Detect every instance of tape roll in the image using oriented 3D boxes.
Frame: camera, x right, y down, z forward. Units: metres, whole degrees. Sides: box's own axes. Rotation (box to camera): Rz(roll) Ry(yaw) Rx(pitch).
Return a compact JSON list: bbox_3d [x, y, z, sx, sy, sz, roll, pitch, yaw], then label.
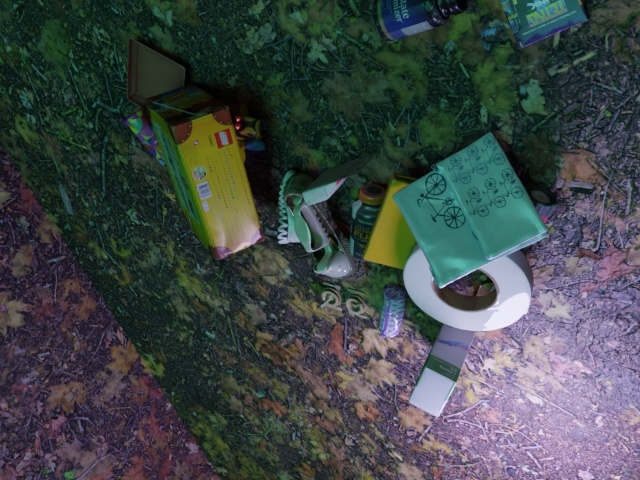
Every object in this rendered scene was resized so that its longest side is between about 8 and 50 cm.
[{"bbox_3d":[0.449,0.124,1.792,0.391,0.072,0.392,15,135,16],"label":"tape roll"}]

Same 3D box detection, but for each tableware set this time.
[{"bbox_3d":[0.084,0.240,2.264,0.194,0.039,0.128,14,128,26],"label":"tableware set"}]

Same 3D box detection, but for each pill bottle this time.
[{"bbox_3d":[0.165,-0.061,1.930,0.130,0.130,0.246,19,130,22],"label":"pill bottle"},{"bbox_3d":[0.254,-0.598,1.493,0.219,0.123,0.123,-6,117,37],"label":"pill bottle"}]

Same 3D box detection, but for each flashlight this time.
[{"bbox_3d":[0.578,-0.024,1.701,0.103,0.103,0.304,-2,138,-18],"label":"flashlight"}]

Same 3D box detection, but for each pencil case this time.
[{"bbox_3d":[-0.646,-0.400,2.235,0.104,0.104,0.236,-16,123,40],"label":"pencil case"},{"bbox_3d":[0.260,0.258,2.124,0.086,0.088,0.206,20,131,24],"label":"pencil case"}]

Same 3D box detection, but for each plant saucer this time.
[{"bbox_3d":[-0.593,-0.578,2.139,0.259,0.048,0.259,31,133,13],"label":"plant saucer"},{"bbox_3d":[0.075,-0.030,2.096,0.083,0.013,0.084,18,129,24],"label":"plant saucer"}]

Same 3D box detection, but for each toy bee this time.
[{"bbox_3d":[-0.245,-0.379,1.962,0.298,0.162,0.196,-33,59,36],"label":"toy bee"}]

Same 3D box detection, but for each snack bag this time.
[{"bbox_3d":[0.401,-0.080,1.629,0.342,0.037,0.323,-29,81,20],"label":"snack bag"}]

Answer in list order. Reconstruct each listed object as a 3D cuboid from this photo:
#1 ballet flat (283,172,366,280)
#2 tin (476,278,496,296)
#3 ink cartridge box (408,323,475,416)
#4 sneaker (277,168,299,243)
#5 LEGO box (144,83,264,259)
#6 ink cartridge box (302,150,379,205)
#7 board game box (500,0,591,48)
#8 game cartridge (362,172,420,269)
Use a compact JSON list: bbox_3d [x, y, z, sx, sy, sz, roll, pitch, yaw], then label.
[{"bbox_3d":[0.000,0.000,2.011,0.163,0.182,0.483,-15,119,29],"label":"ballet flat"},{"bbox_3d":[0.562,0.207,1.917,0.106,0.040,0.190,17,129,19],"label":"tin"},{"bbox_3d":[0.421,0.423,2.000,0.117,0.278,0.202,24,132,14],"label":"ink cartridge box"},{"bbox_3d":[-0.093,-0.121,2.100,0.118,0.110,0.292,5,121,3],"label":"sneaker"},{"bbox_3d":[-0.401,-0.241,2.024,0.372,0.193,0.501,41,149,52],"label":"LEGO box"},{"bbox_3d":[0.072,-0.198,1.861,0.224,0.181,0.056,-13,114,38],"label":"ink cartridge box"},{"bbox_3d":[0.529,-0.557,1.385,0.170,0.048,0.141,-15,110,40],"label":"board game box"},{"bbox_3d":[0.310,-0.038,1.824,0.285,0.053,0.324,14,129,-5],"label":"game cartridge"}]
